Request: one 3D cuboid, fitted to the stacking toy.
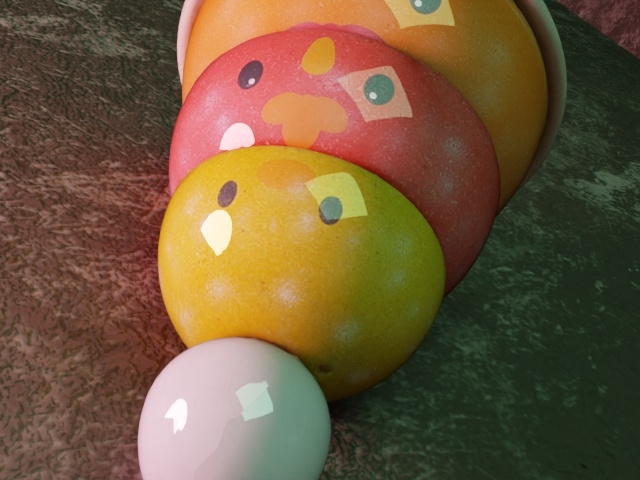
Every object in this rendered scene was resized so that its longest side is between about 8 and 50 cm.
[{"bbox_3d":[0.000,0.000,0.641,0.350,0.351,0.480,23,46,-7],"label":"stacking toy"}]
